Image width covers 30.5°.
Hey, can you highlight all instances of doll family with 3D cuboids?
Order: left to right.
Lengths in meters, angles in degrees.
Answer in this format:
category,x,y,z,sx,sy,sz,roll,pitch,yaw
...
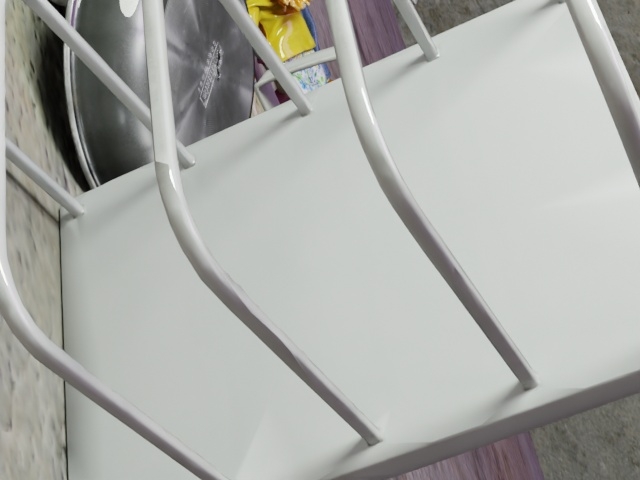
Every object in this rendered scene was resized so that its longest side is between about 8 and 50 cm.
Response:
category,x,y,z,sx,sy,sz,roll,pitch,yaw
doll family,-0.036,-0.190,1.002,0.263,0.118,0.163,-75,143,-69

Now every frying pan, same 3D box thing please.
category,x,y,z,sx,sy,sz,roll,pitch,yaw
frying pan,-0.076,-0.048,0.719,0.197,0.053,0.326,-63,149,-49

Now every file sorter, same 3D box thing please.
category,x,y,z,sx,sy,sz,roll,pitch,yaw
file sorter,-0.021,-0.025,0.448,0.173,0.278,0.193,49,24,-49

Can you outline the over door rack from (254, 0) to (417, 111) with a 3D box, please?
category,x,y,z,sx,sy,sz,roll,pitch,yaw
over door rack,0.000,0.000,0.761,0.239,0.108,0.324,-68,158,-62

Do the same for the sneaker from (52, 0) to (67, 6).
category,x,y,z,sx,sy,sz,roll,pitch,yaw
sneaker,-0.161,-0.234,0.676,0.081,0.080,0.211,3,73,-34
